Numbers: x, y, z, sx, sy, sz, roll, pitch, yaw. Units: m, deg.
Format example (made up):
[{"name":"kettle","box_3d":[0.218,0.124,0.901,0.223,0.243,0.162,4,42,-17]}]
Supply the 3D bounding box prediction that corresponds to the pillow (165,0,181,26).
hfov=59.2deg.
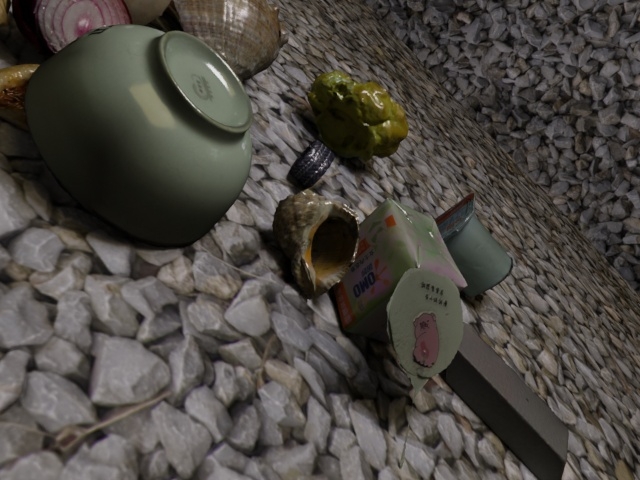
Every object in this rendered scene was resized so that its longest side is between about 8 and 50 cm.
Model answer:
[{"name":"pillow","box_3d":[-0.347,-0.601,1.413,0.179,0.075,0.171,43,30,1]}]

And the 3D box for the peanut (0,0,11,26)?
[{"name":"peanut","box_3d":[-0.565,-0.415,0.883,0.263,0.101,0.117,52,5,19]}]

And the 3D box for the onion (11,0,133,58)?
[{"name":"onion","box_3d":[-0.403,-0.400,0.945,0.139,0.218,0.195,27,7,42]}]

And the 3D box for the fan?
[{"name":"fan","box_3d":[0.157,0.197,0.882,0.182,0.010,0.311,20,76,-33]}]

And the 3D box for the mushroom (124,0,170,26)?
[{"name":"mushroom","box_3d":[-0.401,-0.568,1.139,0.292,0.292,0.290,42,12,-2]}]

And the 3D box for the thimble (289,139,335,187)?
[{"name":"thimble","box_3d":[-0.017,-0.169,1.247,0.066,0.095,0.104,40,15,-12]}]

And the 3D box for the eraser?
[{"name":"eraser","box_3d":[0.369,0.325,1.111,0.352,0.077,0.111,47,32,4]}]

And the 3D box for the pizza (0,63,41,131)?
[{"name":"pizza","box_3d":[-0.398,-0.217,0.875,0.271,0.056,0.134,0,51,-52]}]

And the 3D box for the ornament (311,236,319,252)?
[{"name":"ornament","box_3d":[-0.003,-0.002,1.106,0.092,0.041,0.068,2,44,-36]}]

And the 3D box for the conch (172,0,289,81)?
[{"name":"conch","box_3d":[-0.196,-0.486,1.275,0.297,0.209,0.353,46,22,-46]}]

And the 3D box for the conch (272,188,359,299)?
[{"name":"conch","box_3d":[-0.006,-0.002,1.001,0.130,0.155,0.207,36,43,-54]}]

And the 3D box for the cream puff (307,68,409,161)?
[{"name":"cream puff","box_3d":[0.084,-0.309,1.462,0.281,0.185,0.282,37,-1,0]}]

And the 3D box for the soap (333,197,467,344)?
[{"name":"soap","box_3d":[0.128,0.058,1.029,0.138,0.199,0.182,23,36,-37]}]

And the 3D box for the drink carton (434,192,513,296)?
[{"name":"drink carton","box_3d":[0.355,0.028,1.396,0.190,0.185,0.191,51,26,-10]}]

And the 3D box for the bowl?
[{"name":"bowl","box_3d":[-0.226,-0.185,0.847,0.353,0.185,0.354,39,33,-32]}]
